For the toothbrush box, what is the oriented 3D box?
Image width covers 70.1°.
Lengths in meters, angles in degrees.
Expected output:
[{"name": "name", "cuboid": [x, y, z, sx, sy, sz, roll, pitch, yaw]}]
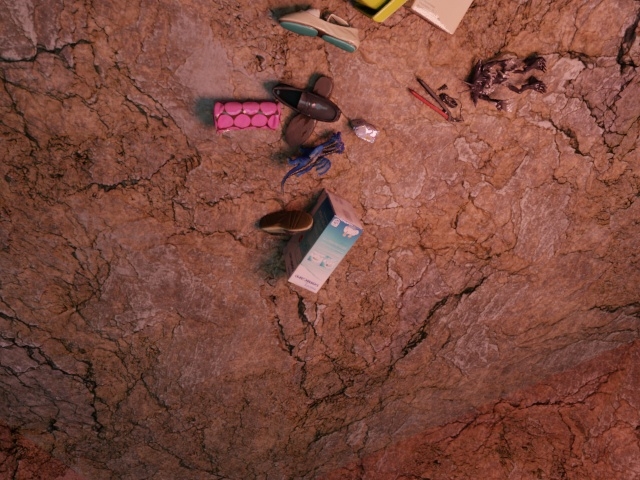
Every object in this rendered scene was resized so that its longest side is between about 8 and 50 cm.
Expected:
[{"name": "toothbrush box", "cuboid": [0.000, 0.000, 1.611, 0.126, 0.216, 0.296, 25, 114, -23]}]

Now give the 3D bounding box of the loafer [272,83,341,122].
[{"name": "loafer", "cuboid": [-0.045, -0.414, 1.384, 0.223, 0.078, 0.076, 26, 113, 11]}]

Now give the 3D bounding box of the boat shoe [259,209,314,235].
[{"name": "boat shoe", "cuboid": [-0.111, -0.054, 1.604, 0.223, 0.080, 0.073, -1, 150, 32]}]

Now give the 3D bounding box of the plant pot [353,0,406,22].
[{"name": "plant pot", "cuboid": [0.149, -0.726, 1.204, 0.228, 0.227, 0.207, -38, 126, 12]}]

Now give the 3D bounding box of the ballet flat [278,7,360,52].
[{"name": "ballet flat", "cuboid": [0.002, -0.625, 1.328, 0.248, 0.086, 0.086, 13, 117, -19]}]

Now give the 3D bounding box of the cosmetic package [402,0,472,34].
[{"name": "cosmetic package", "cuboid": [0.381, -0.769, 1.281, 0.160, 0.113, 0.310, 20, 116, -20]}]

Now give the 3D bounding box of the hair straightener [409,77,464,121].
[{"name": "hair straightener", "cuboid": [0.402, -0.464, 1.503, 0.230, 0.047, 0.089, 28, 112, -24]}]

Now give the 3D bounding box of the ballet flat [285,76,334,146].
[{"name": "ballet flat", "cuboid": [-0.031, -0.408, 1.457, 0.084, 0.058, 0.250, 35, 114, 5]}]

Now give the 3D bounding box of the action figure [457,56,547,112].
[{"name": "action figure", "cuboid": [0.588, -0.507, 1.459, 0.275, 0.141, 0.164, -14, 123, -6]}]

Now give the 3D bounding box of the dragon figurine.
[{"name": "dragon figurine", "cuboid": [-0.024, -0.257, 1.463, 0.143, 0.289, 0.085, -1, 128, 36]}]

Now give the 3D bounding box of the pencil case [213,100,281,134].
[{"name": "pencil case", "cuboid": [-0.226, -0.382, 1.416, 0.209, 0.095, 0.098, -4, 114, -10]}]

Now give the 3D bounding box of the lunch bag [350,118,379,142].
[{"name": "lunch bag", "cuboid": [0.143, -0.366, 1.502, 0.083, 0.071, 0.053, 17, 118, -18]}]
